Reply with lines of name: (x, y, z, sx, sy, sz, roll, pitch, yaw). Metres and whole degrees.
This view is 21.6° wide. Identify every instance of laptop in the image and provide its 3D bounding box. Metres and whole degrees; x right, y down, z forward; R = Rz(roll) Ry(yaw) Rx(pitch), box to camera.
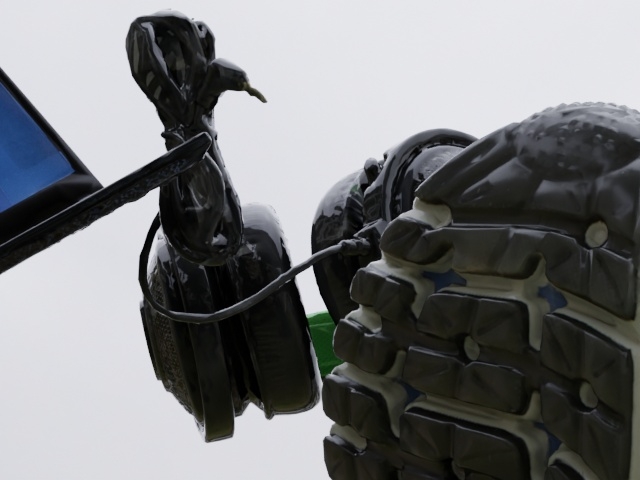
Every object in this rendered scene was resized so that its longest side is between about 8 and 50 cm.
laptop: (-0.210, -0.023, 0.736, 0.136, 0.234, 0.264, 60, -21, -5)

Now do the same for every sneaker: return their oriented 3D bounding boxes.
sneaker: (0.099, 0.105, 0.537, 0.130, 0.147, 0.330, 26, -48, 46)

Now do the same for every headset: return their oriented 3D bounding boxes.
headset: (0.000, 0.000, 0.940, 0.243, 0.185, 0.394, -19, -13, 16)
